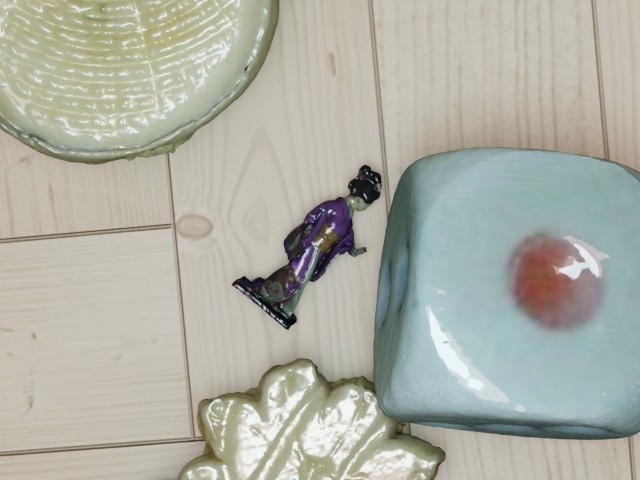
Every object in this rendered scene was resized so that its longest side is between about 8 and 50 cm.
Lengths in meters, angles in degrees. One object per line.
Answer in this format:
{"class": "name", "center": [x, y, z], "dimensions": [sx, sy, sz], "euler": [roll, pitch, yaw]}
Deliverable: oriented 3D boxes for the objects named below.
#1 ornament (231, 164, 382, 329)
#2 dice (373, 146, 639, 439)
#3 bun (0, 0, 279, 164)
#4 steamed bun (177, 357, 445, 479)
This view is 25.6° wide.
{"class": "ornament", "center": [0.004, 0.008, 1.574], "dimensions": [0.203, 0.088, 0.081], "euler": [-43, 89, 3]}
{"class": "dice", "center": [0.201, 0.062, 1.442], "dimensions": [0.268, 0.262, 0.264], "euler": [6, 78, -6]}
{"class": "bun", "center": [-0.226, -0.264, 1.526], "dimensions": [0.364, 0.202, 0.364], "euler": [0, 96, -1]}
{"class": "steamed bun", "center": [-0.006, 0.278, 1.562], "dimensions": [0.296, 0.137, 0.292], "euler": [-20, 86, -3]}
